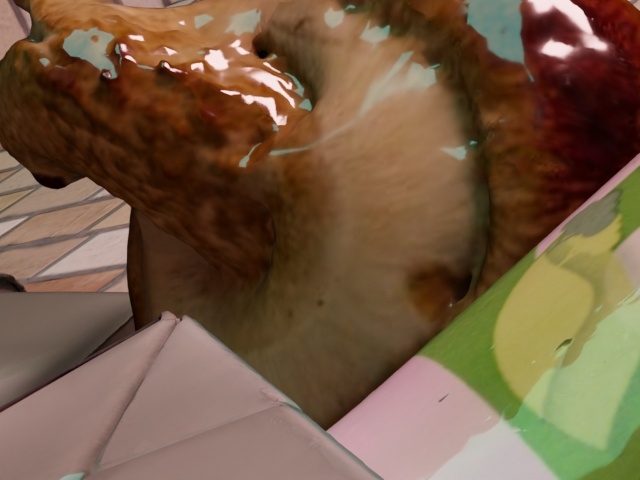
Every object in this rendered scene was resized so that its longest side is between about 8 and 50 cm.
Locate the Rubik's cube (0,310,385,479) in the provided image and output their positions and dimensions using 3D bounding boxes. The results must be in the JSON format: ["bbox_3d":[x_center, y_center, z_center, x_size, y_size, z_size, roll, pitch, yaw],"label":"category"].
[{"bbox_3d":[-0.059,0.183,0.520,0.221,0.224,0.231,-30,16,-11],"label":"Rubik's cube"}]

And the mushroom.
[{"bbox_3d":[0.000,0.000,0.852,0.259,0.345,0.345,10,-10,-36],"label":"mushroom"}]

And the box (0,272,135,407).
[{"bbox_3d":[-0.166,0.125,1.052,0.135,0.163,0.243,-6,22,29],"label":"box"}]

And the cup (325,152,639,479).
[{"bbox_3d":[0.156,0.063,0.592,0.274,0.253,0.253,-35,16,-7],"label":"cup"}]
